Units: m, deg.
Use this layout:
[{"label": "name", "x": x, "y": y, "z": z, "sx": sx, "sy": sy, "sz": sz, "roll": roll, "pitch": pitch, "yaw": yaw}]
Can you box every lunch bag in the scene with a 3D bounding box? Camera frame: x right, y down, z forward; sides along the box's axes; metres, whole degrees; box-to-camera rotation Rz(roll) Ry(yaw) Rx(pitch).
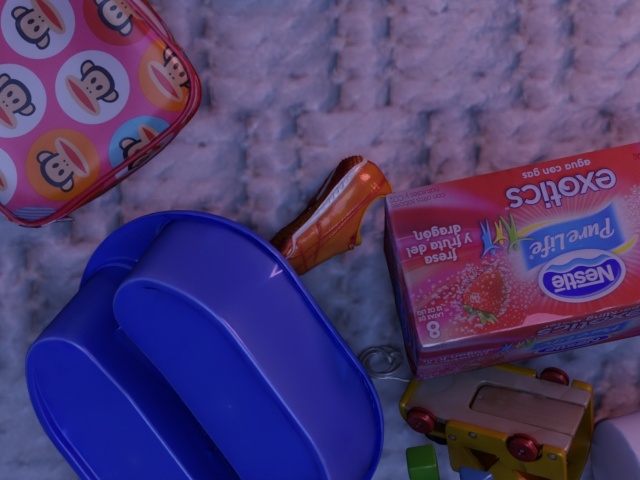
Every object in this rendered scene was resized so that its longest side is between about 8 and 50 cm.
[{"label": "lunch bag", "x": -0.276, "y": -0.160, "z": 0.969, "sx": 0.258, "sy": 0.120, "sz": 0.293, "roll": -37, "pitch": 98, "yaw": 3}]

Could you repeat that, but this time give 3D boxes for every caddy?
[{"label": "caddy", "x": -0.096, "y": 0.138, "z": 0.992, "sx": 0.241, "sy": 0.179, "sz": 0.341, "roll": -32, "pitch": 99, "yaw": 24}]

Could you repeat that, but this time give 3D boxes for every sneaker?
[{"label": "sneaker", "x": 0.000, "y": 0.000, "z": 1.033, "sx": 0.067, "sy": 0.064, "sz": 0.175, "roll": 42, "pitch": 97, "yaw": -17}]

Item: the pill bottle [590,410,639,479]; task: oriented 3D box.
[{"label": "pill bottle", "x": 0.406, "y": 0.201, "z": 0.996, "sx": 0.283, "sy": 0.161, "sz": 0.161, "roll": -12, "pitch": 98, "yaw": -8}]

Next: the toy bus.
[{"label": "toy bus", "x": 0.158, "y": 0.177, "z": 1.038, "sx": 0.191, "sy": 0.202, "sz": 0.104, "roll": -18, "pitch": 128, "yaw": -7}]

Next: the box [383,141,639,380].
[{"label": "box", "x": 0.214, "y": 0.018, "z": 0.980, "sx": 0.300, "sy": 0.154, "sz": 0.142, "roll": -11, "pitch": 71, "yaw": -2}]
